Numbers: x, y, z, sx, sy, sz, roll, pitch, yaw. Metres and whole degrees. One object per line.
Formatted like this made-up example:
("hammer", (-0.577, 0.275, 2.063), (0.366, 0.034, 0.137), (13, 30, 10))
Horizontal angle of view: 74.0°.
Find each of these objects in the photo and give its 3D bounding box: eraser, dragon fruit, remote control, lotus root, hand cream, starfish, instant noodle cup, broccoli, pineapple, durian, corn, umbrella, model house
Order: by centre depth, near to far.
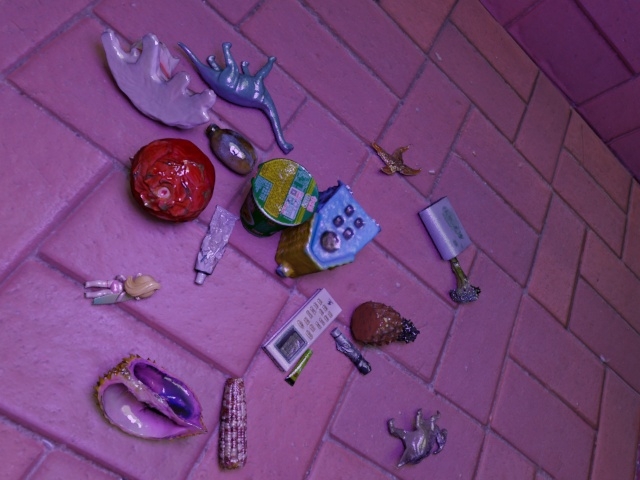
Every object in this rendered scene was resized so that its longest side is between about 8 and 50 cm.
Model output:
("durian", (-0.433, 0.403, 1.056), (0.186, 0.154, 0.261), (-35, 102, -10))
("dragon fruit", (-0.398, -0.163, 1.156), (0.240, 0.252, 0.241), (0, 81, 3))
("corn", (-0.237, 0.502, 1.173), (0.079, 0.079, 0.237), (10, 69, -28))
("hand cream", (-0.319, 0.012, 1.274), (0.084, 0.050, 0.257), (27, 62, -18))
("instant noodle cup", (-0.146, -0.112, 1.293), (0.207, 0.232, 0.207), (8, 72, -25))
("hand cream", (-0.065, 0.394, 1.329), (0.036, 0.023, 0.122), (46, 63, -16))
("remote control", (-0.053, 0.277, 1.348), (0.277, 0.055, 0.103), (-43, 99, -32))
("model house", (0.000, 0.000, 1.351), (0.215, 0.237, 0.303), (48, 62, -13))
("lotus root", (-0.284, -0.295, 1.353), (0.192, 0.088, 0.113), (41, 45, -13))
("umbrella", (0.102, 0.371, 1.416), (0.188, 0.046, 0.050), (52, 39, -7))
("pineapple", (0.242, 0.304, 1.468), (0.278, 0.157, 0.158), (22, 66, -35))
("broccoli", (0.571, 0.158, 1.727), (0.122, 0.118, 0.204), (-11, 64, -2))
("starfish", (0.311, -0.330, 1.733), (0.247, 0.050, 0.138), (-3, 78, -38))
("eraser", (0.513, -0.052, 1.748), (0.174, 0.081, 0.227), (-29, 90, -35))

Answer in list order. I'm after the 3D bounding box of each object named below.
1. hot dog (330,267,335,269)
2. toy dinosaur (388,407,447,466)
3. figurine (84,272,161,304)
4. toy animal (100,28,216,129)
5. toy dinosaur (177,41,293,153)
("hot dog", (0.057, 0.065, 1.482), (0.030, 0.034, 0.090), (44, 60, -13))
("toy dinosaur", (0.346, 0.672, 1.458), (0.294, 0.077, 0.162), (-2, 78, -31))
("figurine", (-0.517, 0.126, 1.115), (0.187, 0.083, 0.083), (1, 76, -20))
("toy animal", (-0.438, -0.468, 1.255), (0.307, 0.188, 0.266), (3, 110, 6))
("toy dinosaur", (-0.269, -0.461, 1.411), (0.383, 0.129, 0.331), (-2, 87, -29))
